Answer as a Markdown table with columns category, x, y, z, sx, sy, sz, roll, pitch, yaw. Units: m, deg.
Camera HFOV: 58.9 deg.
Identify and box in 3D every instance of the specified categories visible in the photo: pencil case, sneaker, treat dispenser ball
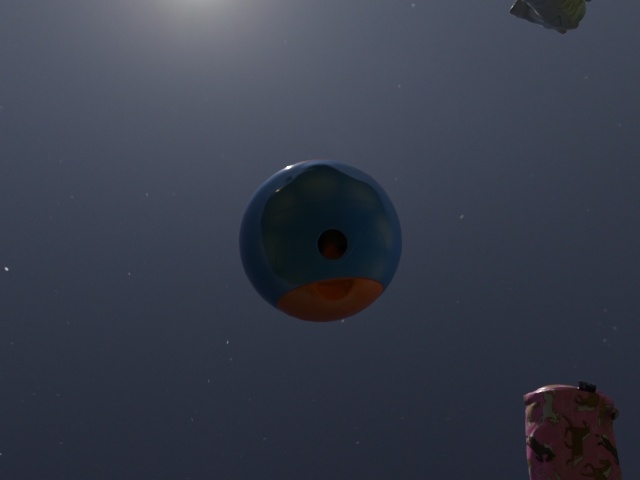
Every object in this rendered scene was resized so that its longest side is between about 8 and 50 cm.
| category | x | y | z | sx | sy | sz | roll | pitch | yaw |
| --- | --- | --- | --- | --- | --- | --- | --- | --- | --- |
| pencil case | 0.494 | 0.472 | 1.077 | 0.160 | 0.167 | 0.386 | 19 | -119 | -30 |
| sneaker | 0.203 | -0.212 | 0.481 | 0.061 | 0.152 | 0.053 | 33 | -72 | 6 |
| treat dispenser ball | 0.000 | 0.000 | 1.004 | 0.288 | 0.288 | 0.288 | 4 | -113 | -9 |
